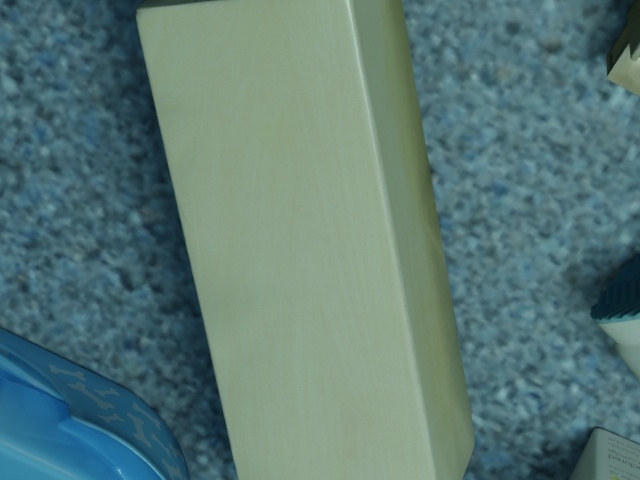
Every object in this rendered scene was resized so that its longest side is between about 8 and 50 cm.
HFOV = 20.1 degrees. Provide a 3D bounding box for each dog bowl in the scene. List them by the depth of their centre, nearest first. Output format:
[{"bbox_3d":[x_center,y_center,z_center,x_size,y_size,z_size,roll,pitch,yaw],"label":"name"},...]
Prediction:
[{"bbox_3d":[-0.201,0.116,0.958,0.297,0.074,0.166,26,114,-2],"label":"dog bowl"}]

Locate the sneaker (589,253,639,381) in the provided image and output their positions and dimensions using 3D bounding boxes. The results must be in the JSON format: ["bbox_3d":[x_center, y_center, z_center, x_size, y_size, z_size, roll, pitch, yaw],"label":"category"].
[{"bbox_3d":[0.227,0.043,0.808,0.092,0.087,0.229,52,156,-18],"label":"sneaker"}]

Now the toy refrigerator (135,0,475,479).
[{"bbox_3d":[0.000,0.000,0.868,0.102,0.094,0.269,-4,112,18],"label":"toy refrigerator"}]

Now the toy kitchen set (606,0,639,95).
[{"bbox_3d":[0.180,-0.090,0.812,0.075,0.068,0.083,29,115,-4],"label":"toy kitchen set"}]

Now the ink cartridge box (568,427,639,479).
[{"bbox_3d":[0.169,0.181,0.859,0.115,0.198,0.067,23,115,-2],"label":"ink cartridge box"}]
